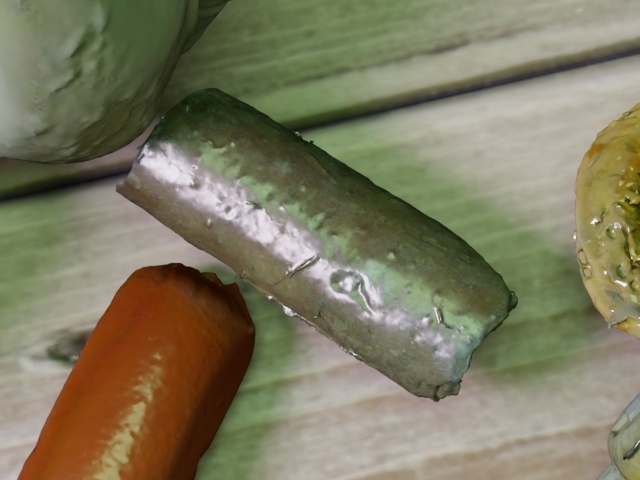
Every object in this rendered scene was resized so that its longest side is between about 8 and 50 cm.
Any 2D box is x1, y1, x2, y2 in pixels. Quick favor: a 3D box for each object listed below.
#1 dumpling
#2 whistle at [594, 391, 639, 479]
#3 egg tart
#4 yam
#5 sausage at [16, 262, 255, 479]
[{"bbox_3d":[-0.158,-0.144,1.143,0.270,0.321,0.211,18,85,-18],"label":"dumpling"},{"bbox_3d":[0.210,0.163,1.166,0.123,0.123,0.223,43,95,13],"label":"whistle"},{"bbox_3d":[0.278,-0.005,1.209,0.252,0.098,0.232,-30,57,-8],"label":"egg tart"},{"bbox_3d":[0.000,0.000,1.220,0.259,0.106,0.106,34,79,11],"label":"yam"},{"bbox_3d":[-0.143,0.168,1.187,0.097,0.094,0.348,25,77,5],"label":"sausage"}]
